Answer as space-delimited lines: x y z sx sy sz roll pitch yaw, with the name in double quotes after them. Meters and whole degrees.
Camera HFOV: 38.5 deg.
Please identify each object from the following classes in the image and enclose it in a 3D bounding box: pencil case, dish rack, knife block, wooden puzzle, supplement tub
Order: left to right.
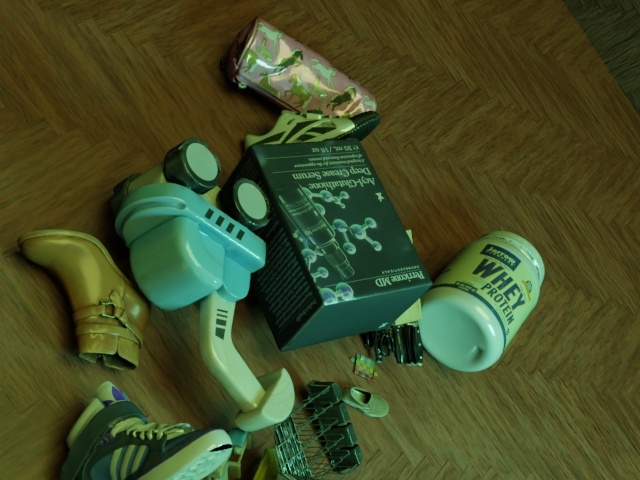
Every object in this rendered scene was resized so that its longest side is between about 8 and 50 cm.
-0.044 -0.373 2.206 0.386 0.167 0.160 28 22 -25 "pencil case"
-0.018 0.418 1.863 0.271 0.074 0.208 -26 98 -56 "dish rack"
0.101 0.293 2.118 0.083 0.006 0.049 28 55 -25 "wooden puzzle"
0.179 0.146 2.097 0.088 0.276 0.242 -8 46 -40 "knife block"
0.398 0.142 2.264 0.235 0.235 0.325 52 49 -7 "supplement tub"

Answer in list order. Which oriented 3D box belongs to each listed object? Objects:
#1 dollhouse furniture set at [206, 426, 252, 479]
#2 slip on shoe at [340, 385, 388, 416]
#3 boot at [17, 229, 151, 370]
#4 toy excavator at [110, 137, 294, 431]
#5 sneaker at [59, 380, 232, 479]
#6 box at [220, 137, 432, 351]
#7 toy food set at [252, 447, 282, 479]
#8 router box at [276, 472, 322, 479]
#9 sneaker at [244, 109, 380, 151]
-0.218 0.401 1.724 0.128 0.129 0.184 9 37 10 "dollhouse furniture set"
0.105 0.360 2.067 0.135 0.041 0.051 30 55 -24 "slip on shoe"
-0.445 0.115 1.713 0.283 0.109 0.220 29 50 -40 "boot"
-0.219 0.100 1.770 0.433 0.222 0.445 37 42 -36 "toy excavator"
-0.315 0.328 1.573 0.130 0.322 0.236 8 50 -56 "sneaker"
0.000 0.000 1.972 0.293 0.212 0.396 -9 63 -36 "box"
-0.124 0.510 1.797 0.128 0.071 0.218 59 38 -29 "toy food set"
-0.043 0.539 1.728 0.133 0.046 0.179 20 87 -32 "router box"
-0.024 -0.257 2.125 0.330 0.122 0.146 -23 76 -11 "sneaker"
